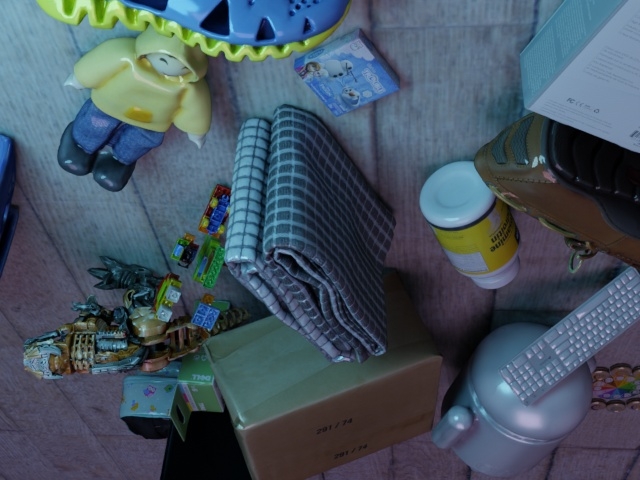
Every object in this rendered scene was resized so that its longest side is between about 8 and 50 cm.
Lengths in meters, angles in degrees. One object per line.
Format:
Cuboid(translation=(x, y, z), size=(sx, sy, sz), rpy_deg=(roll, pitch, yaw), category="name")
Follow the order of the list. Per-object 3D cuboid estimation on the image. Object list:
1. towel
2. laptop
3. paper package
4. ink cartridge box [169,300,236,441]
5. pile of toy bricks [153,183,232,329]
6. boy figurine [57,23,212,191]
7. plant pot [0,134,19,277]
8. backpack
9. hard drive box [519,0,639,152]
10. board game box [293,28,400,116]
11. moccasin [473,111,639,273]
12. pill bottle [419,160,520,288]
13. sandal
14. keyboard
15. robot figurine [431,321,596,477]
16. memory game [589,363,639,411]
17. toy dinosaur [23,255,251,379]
Cuboid(translation=(0.000, 0.000, 1.063), size=(0.121, 0.235, 0.284), rpy_deg=(-19, 138, 21), category="towel")
Cuboid(translation=(-0.162, 0.447, 1.570), size=(0.236, 0.382, 0.408), rpy_deg=(8, 144, -3), category="laptop")
Cuboid(translation=(0.009, 0.234, 1.344), size=(0.324, 0.168, 0.309), rpy_deg=(-20, 146, -11), category="paper package")
Cuboid(translation=(-0.189, 0.216, 1.400), size=(0.062, 0.209, 0.109), rpy_deg=(3, 145, 7), category="ink cartridge box")
Cuboid(translation=(-0.158, 0.021, 1.219), size=(0.118, 0.105, 0.212), rpy_deg=(22, 101, -21), category="pile of toy bricks")
Cuboid(translation=(-0.201, -0.164, 0.983), size=(0.177, 0.092, 0.285), rpy_deg=(28, 141, -25), category="boy figurine")
Cuboid(translation=(-0.539, -0.007, 1.128), size=(0.235, 0.236, 0.212), rpy_deg=(9, 151, -4), category="plant pot")
Cuboid(translation=(-0.289, 0.299, 1.575), size=(0.165, 0.144, 0.188), rpy_deg=(5, 165, 3), category="backpack")
Cuboid(translation=(0.344, -0.207, 0.855), size=(0.181, 0.089, 0.232), rpy_deg=(17, 143, -17), category="hard drive box")
Cuboid(translation=(0.031, -0.191, 0.974), size=(0.090, 0.020, 0.090), rpy_deg=(-20, 137, 29), category="board game box")
Cuboid(translation=(0.350, -0.037, 1.045), size=(0.380, 0.139, 0.147), rpy_deg=(16, 162, -31), category="moccasin")
Cuboid(translation=(0.207, -0.014, 1.126), size=(0.103, 0.103, 0.184), rpy_deg=(-12, 141, 22), category="pill bottle")
Cuboid(translation=(-0.124, -0.265, 0.811), size=(0.317, 0.126, 0.138), rpy_deg=(7, 140, -5), category="sandal")
Cuboid(translation=(0.383, 0.142, 1.254), size=(0.256, 0.014, 0.072), rpy_deg=(-38, 100, -1), category="keyboard")
Cuboid(translation=(0.326, 0.268, 1.418), size=(0.299, 0.200, 0.353), rpy_deg=(-21, 152, -23), category="robot figurine")
Cuboid(translation=(0.551, 0.276, 1.562), size=(0.186, 0.012, 0.186), rpy_deg=(3, 145, 2), category="memory game")
Cuboid(translation=(-0.275, 0.145, 1.271), size=(0.321, 0.218, 0.164), rpy_deg=(14, 102, -26), category="toy dinosaur")
